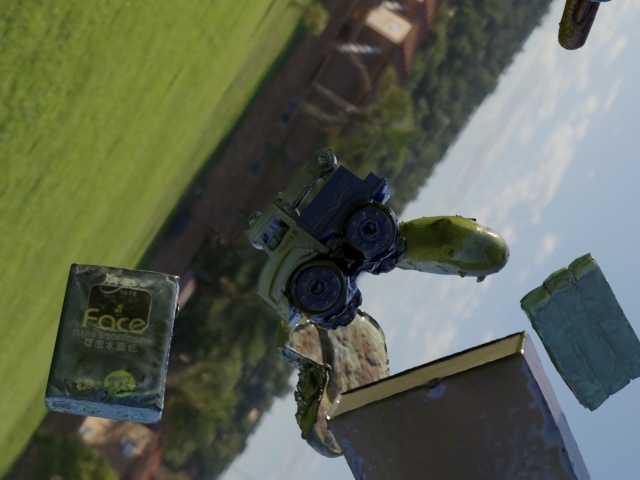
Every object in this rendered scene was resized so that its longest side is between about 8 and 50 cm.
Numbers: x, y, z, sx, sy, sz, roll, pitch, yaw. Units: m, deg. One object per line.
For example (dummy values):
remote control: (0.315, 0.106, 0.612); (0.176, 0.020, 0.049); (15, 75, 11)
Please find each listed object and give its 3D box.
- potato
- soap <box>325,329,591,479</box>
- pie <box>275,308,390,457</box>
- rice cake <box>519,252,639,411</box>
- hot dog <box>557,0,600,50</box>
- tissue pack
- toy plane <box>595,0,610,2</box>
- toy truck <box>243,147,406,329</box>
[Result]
potato: (0.166, 0.006, 1.588); (0.188, 0.105, 0.085); (-2, -126, 42)
soap: (0.196, 0.302, 1.573); (0.296, 0.285, 0.107); (-20, -172, 19)
pie: (0.031, 0.266, 2.332); (0.075, 0.337, 0.337); (-13, -148, 40)
rice cake: (0.338, 0.116, 1.474); (0.124, 0.211, 0.038); (-34, -149, -7)
hot dog: (0.479, -0.438, 2.111); (0.047, 0.066, 0.215); (-73, 179, -50)
tissue pack: (-0.307, 0.153, 1.744); (0.073, 0.174, 0.235); (108, -12, -54)
toy plane: (0.318, -0.424, 1.600); (0.105, 0.271, 0.254); (-57, -158, 15)
toy truck: (0.000, 0.000, 1.448); (0.213, 0.177, 0.161); (-50, 170, -4)
